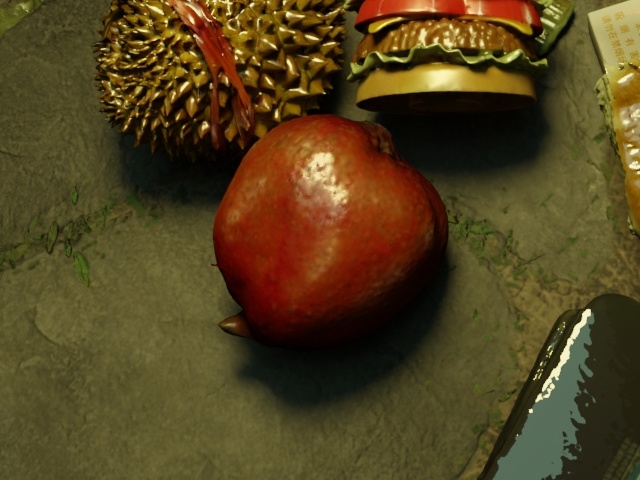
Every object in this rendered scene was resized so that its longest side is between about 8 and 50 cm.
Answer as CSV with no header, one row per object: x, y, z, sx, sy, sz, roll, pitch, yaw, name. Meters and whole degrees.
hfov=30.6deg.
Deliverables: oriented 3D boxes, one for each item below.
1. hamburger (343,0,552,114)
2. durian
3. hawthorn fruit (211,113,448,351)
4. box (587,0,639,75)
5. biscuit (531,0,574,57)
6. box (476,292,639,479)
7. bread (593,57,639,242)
0.165,-0.281,1.527,0.274,0.274,0.212,0,90,14,hamburger
-0.139,-0.279,1.594,0.347,0.347,0.384,42,92,25,durian
0.013,-0.009,1.472,0.295,0.295,0.311,9,72,18,hawthorn fruit
0.491,-0.263,1.559,0.233,0.067,0.150,-16,68,8,box
0.214,-0.374,1.692,0.322,0.038,0.099,35,83,24,biscuit
0.365,0.280,1.306,0.350,0.091,0.359,30,77,3,box
0.480,-0.122,1.407,0.278,0.225,0.250,-14,87,4,bread
